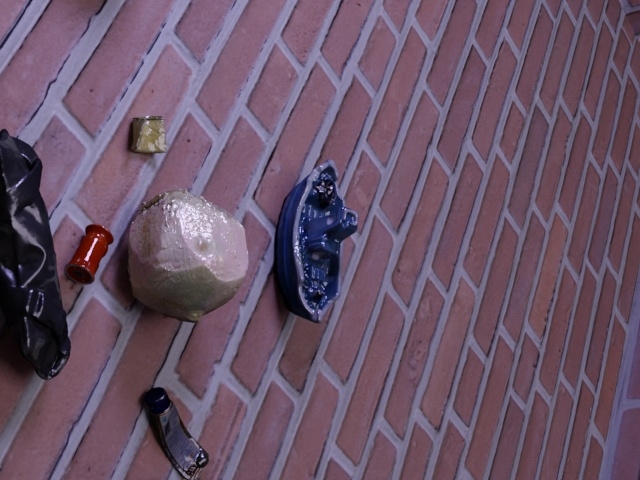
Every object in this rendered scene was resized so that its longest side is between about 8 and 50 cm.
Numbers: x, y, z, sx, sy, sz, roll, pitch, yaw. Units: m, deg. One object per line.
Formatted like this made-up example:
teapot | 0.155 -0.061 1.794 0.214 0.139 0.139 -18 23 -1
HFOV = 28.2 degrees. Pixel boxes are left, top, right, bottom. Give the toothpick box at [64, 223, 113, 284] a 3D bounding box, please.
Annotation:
toothpick box | -0.332 0.019 1.835 0.047 0.047 0.083 52 43 -34

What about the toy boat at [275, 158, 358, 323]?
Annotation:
toy boat | 0.000 0.000 2.225 0.129 0.142 0.309 24 61 -39

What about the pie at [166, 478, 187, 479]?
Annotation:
pie | -0.232 0.490 1.842 0.129 0.068 0.282 7 77 -53

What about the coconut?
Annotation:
coconut | -0.199 0.033 1.911 0.194 0.194 0.194 18 67 -52

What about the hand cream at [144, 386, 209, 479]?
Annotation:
hand cream | -0.221 0.293 1.942 0.062 0.039 0.163 -59 135 -46

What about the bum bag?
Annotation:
bum bag | -0.396 0.019 1.694 0.144 0.095 0.340 -5 87 -85

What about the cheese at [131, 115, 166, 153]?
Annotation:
cheese | -0.274 -0.165 1.969 0.084 0.041 0.060 -6 94 -71
